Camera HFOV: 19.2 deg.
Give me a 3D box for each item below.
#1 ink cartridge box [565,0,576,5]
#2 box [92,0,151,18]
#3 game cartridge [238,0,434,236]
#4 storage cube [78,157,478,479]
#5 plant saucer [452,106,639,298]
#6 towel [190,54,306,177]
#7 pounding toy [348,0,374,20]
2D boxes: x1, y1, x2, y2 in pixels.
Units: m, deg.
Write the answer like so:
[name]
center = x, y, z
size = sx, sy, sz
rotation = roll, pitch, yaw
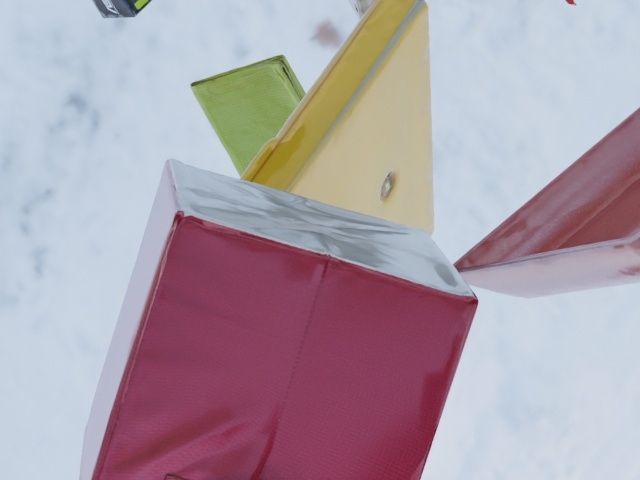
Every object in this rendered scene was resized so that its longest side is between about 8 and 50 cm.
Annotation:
[ink cartridge box]
center = 0.040, -0.214, 0.991
size = 0.181, 0.056, 0.225
rotation = 45, 172, 30
[box]
center = -0.129, -0.285, 1.332
size = 0.045, 0.191, 0.184
rotation = 8, 138, 45
[game cartridge]
center = 0.000, 0.000, 1.534
size = 0.052, 0.324, 0.285
rotation = 21, 143, 22
[storage cube]
center = -0.031, 0.079, 1.135
size = 0.183, 0.215, 0.193
rotation = 16, 99, -9
[plant saucer]
center = 0.227, -0.048, 1.154
size = 0.048, 0.258, 0.259
rotation = 54, 161, -8
[towel]
center = -0.035, -0.075, 1.862
size = 0.102, 0.021, 0.237
rotation = -17, 128, 15
[pounding toy]
center = 0.027, -0.295, 1.690
size = 0.094, 0.181, 0.206
rotation = 74, 171, -53
